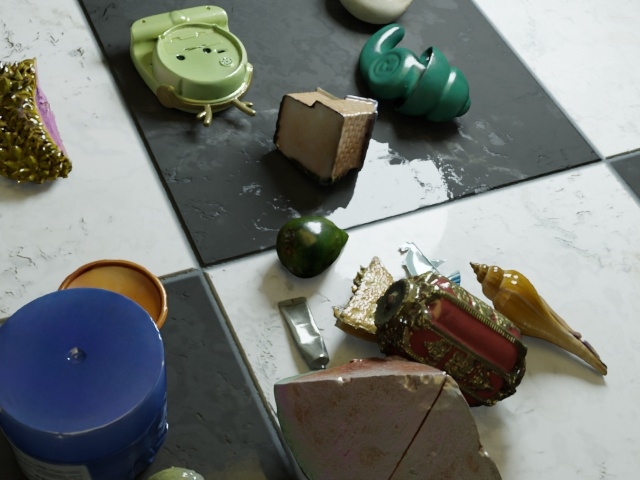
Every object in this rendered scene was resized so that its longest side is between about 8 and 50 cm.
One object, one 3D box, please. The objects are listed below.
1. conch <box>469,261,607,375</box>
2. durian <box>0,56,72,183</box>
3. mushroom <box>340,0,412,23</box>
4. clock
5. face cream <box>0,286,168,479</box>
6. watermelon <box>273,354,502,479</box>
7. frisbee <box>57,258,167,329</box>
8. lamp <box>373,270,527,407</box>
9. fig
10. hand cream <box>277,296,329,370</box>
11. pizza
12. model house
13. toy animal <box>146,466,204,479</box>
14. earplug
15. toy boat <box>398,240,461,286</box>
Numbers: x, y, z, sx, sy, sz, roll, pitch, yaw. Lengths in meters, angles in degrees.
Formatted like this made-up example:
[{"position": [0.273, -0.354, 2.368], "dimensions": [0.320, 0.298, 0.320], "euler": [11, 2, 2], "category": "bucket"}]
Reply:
[{"position": [0.404, 0.152, 1.601], "dimensions": [0.093, 0.109, 0.330], "euler": [-45, 92, 4], "category": "conch"}, {"position": [-0.606, -0.243, 1.648], "dimensions": [0.191, 0.112, 0.341], "euler": [-11, 58, -23], "category": "durian"}, {"position": [0.134, -0.634, 2.081], "dimensions": [0.206, 0.209, 0.206], "euler": [-2, 72, 6], "category": "mushroom"}, {"position": [-0.259, -0.374, 1.842], "dimensions": [0.235, 0.096, 0.308], "euler": [-19, 61, -26], "category": "clock"}, {"position": [-0.355, 0.231, 1.269], "dimensions": [0.249, 0.225, 0.249], "euler": [5, 51, -6], "category": "face cream"}, {"position": [0.129, 0.318, 1.351], "dimensions": [0.319, 0.222, 0.292], "euler": [-17, 87, 17], "category": "watermelon"}, {"position": [-0.363, 0.116, 1.475], "dimensions": [0.192, 0.035, 0.192], "euler": [7, 52, -9], "category": "frisbee"}, {"position": [0.223, 0.170, 1.454], "dimensions": [0.274, 0.177, 0.177], "euler": [32, 49, -15], "category": "lamp"}, {"position": [0.000, 0.000, 1.615], "dimensions": [0.177, 0.117, 0.117], "euler": [-20, 59, -38], "category": "fig"}, {"position": [-0.025, 0.167, 1.524], "dimensions": [0.057, 0.037, 0.165], "euler": [-11, 49, -20], "category": "hand cream"}, {"position": [0.104, 0.114, 1.574], "dimensions": [0.188, 0.062, 0.199], "euler": [16, 45, -18], "category": "pizza"}, {"position": [0.027, -0.232, 1.775], "dimensions": [0.183, 0.166, 0.172], "euler": [33, 36, 32], "category": "model house"}, {"position": [-0.233, 0.395, 1.258], "dimensions": [0.137, 0.098, 0.098], "euler": [-18, 57, -5], "category": "toy animal"}, {"position": [0.217, -0.372, 1.943], "dimensions": [0.280, 0.164, 0.257], "euler": [32, 15, -3], "category": "earplug"}, {"position": [0.204, 0.059, 1.653], "dimensions": [0.149, 0.034, 0.105], "euler": [36, 51, 14], "category": "toy boat"}]
